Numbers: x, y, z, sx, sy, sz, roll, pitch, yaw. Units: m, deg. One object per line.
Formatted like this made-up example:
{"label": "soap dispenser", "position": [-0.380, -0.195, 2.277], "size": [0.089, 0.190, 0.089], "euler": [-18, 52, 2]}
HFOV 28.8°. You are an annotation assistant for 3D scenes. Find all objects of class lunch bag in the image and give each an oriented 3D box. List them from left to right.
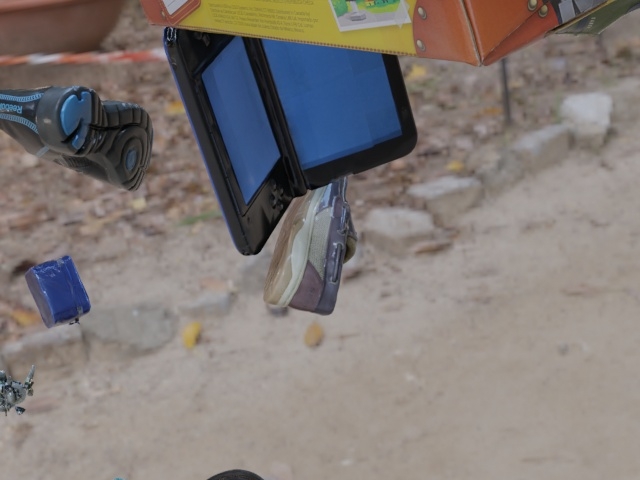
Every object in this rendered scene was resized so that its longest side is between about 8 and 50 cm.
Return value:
{"label": "lunch bag", "position": [-0.355, 0.073, 1.716], "size": [0.065, 0.098, 0.067], "euler": [-23, 0, -27]}

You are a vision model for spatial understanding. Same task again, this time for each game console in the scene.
{"label": "game console", "position": [-0.023, -0.167, 1.432], "size": [0.173, 0.293, 0.250], "euler": [-7, 29, 22]}

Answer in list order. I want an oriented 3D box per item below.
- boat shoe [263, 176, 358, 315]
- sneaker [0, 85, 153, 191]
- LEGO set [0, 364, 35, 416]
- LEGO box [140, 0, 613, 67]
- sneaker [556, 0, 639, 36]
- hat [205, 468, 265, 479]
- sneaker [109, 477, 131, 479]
{"label": "boat shoe", "position": [0.000, 0.000, 1.579], "size": [0.092, 0.103, 0.285], "euler": [30, 32, -8]}
{"label": "sneaker", "position": [-0.351, -0.161, 1.830], "size": [0.140, 0.125, 0.341], "euler": [9, -10, 17]}
{"label": "LEGO set", "position": [-0.247, 0.121, 0.936], "size": [0.083, 0.054, 0.023], "euler": [-50, 17, 23]}
{"label": "LEGO box", "position": [0.088, -0.308, 0.972], "size": [0.372, 0.193, 0.500], "euler": [-29, 25, -23]}
{"label": "sneaker", "position": [0.253, -0.230, 1.276], "size": [0.192, 0.086, 0.064], "euler": [-23, 54, 28]}
{"label": "hat", "position": [-0.163, 0.470, 1.718], "size": [0.331, 0.331, 0.134], "euler": [9, -11, 43]}
{"label": "sneaker", "position": [-0.303, 0.379, 1.668], "size": [0.065, 0.076, 0.166], "euler": [20, 20, 35]}
